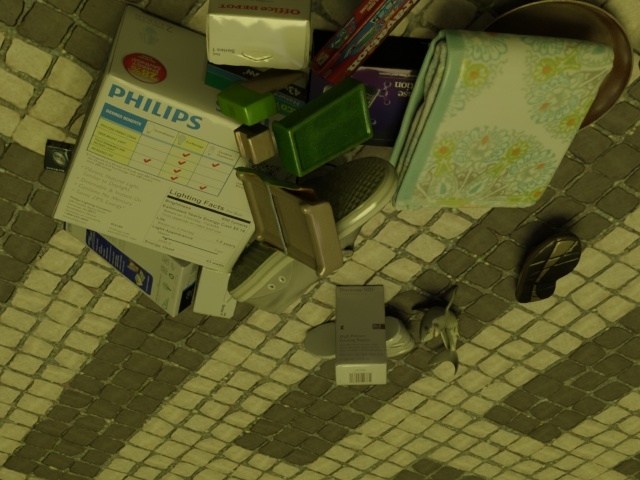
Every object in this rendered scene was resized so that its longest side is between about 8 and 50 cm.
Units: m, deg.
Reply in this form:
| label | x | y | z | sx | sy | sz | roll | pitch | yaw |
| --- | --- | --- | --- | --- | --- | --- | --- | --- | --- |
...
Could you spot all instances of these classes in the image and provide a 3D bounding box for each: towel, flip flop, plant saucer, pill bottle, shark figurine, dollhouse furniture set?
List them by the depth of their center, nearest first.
| label | x | y | z | sx | sy | sz | roll | pitch | yaw |
| --- | --- | --- | --- | --- | --- | --- | --- | --- | --- |
| dollhouse furniture set | -0.024 | -0.116 | 1.497 | 0.151 | 0.197 | 0.302 | -34 | 131 | -26 |
| towel | 0.301 | -0.203 | 1.647 | 0.320 | 0.090 | 0.374 | -2 | 137 | -21 |
| plant saucer | 0.400 | -0.310 | 1.673 | 0.310 | 0.050 | 0.311 | 0 | 137 | 0 |
| pill bottle | 0.004 | -0.094 | 1.811 | 0.108 | 0.180 | 0.108 | 1 | 137 | 1 |
| flip flop | 0.489 | 0.053 | 2.044 | 0.112 | 0.080 | 0.277 | -3 | 152 | -3 |
| shark figurine | 0.271 | 0.201 | 2.204 | 0.116 | 0.166 | 0.278 | 12 | 161 | 25 |

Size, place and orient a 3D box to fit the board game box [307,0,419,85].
| label | x | y | z | sx | sy | sz | roll | pitch | yaw |
| --- | --- | --- | --- | --- | --- | --- | --- | --- | --- |
| board game box | 0.100 | -0.366 | 1.492 | 0.027 | 0.145 | 0.281 | 45 | 101 | 10 |

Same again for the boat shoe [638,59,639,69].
| label | x | y | z | sx | sy | sz | roll | pitch | yaw |
| --- | --- | --- | --- | --- | --- | --- | --- | --- | --- |
| boat shoe | 0.702 | -0.285 | 1.665 | 0.301 | 0.108 | 0.102 | 9 | 170 | -26 |

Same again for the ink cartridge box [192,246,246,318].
| label | x | y | z | sx | sy | sz | roll | pitch | yaw |
| --- | --- | --- | --- | --- | --- | --- | --- | --- | --- |
| ink cartridge box | -0.205 | 0.034 | 1.928 | 0.086 | 0.208 | 0.153 | 10 | 136 | -10 |

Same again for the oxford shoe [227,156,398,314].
| label | x | y | z | sx | sy | sz | roll | pitch | yaw |
| --- | --- | --- | --- | --- | --- | --- | --- | --- | --- |
| oxford shoe | 0.000 | 0.000 | 1.660 | 0.130 | 0.169 | 0.449 | 33 | 133 | -20 |

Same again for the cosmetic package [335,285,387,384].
| label | x | y | z | sx | sy | sz | roll | pitch | yaw |
| --- | --- | --- | --- | --- | --- | --- | --- | --- | --- |
| cosmetic package | 0.090 | 0.211 | 2.095 | 0.117 | 0.231 | 0.085 | -2 | 137 | 1 |

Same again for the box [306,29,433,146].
| label | x | y | z | sx | sy | sz | roll | pitch | yaw |
| --- | --- | --- | --- | --- | --- | --- | --- | --- | --- |
| box | 0.108 | -0.268 | 1.685 | 0.261 | 0.103 | 0.184 | 3 | 139 | -3 |

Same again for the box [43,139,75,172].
| label | x | y | z | sx | sy | sz | roll | pitch | yaw |
| --- | --- | --- | --- | --- | --- | --- | --- | --- | --- |
| box | -0.509 | -0.164 | 1.861 | 0.083 | 0.018 | 0.067 | 12 | 136 | -11 |

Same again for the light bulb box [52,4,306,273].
| label | x | y | z | sx | sy | sz | roll | pitch | yaw |
| --- | --- | --- | --- | --- | --- | --- | --- | --- | --- |
| light bulb box | -0.255 | -0.173 | 1.698 | 0.358 | 0.225 | 0.361 | 19 | 133 | -18 |

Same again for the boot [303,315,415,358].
| label | x | y | z | sx | sy | sz | roll | pitch | yaw |
| --- | --- | --- | --- | --- | --- | --- | --- | --- | --- |
| boot | 0.097 | 0.252 | 2.244 | 0.258 | 0.095 | 0.123 | -9 | 149 | 24 |

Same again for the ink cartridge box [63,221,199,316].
| label | x | y | z | sx | sy | sz | roll | pitch | yaw |
| --- | --- | --- | --- | --- | --- | --- | --- | --- | --- |
| ink cartridge box | -0.396 | 0.001 | 1.930 | 0.332 | 0.065 | 0.165 | 36 | 138 | 15 |

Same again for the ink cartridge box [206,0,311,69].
| label | x | y | z | sx | sy | sz | roll | pitch | yaw |
| --- | --- | --- | --- | --- | --- | --- | --- | --- | --- |
| ink cartridge box | -0.093 | -0.378 | 1.483 | 0.160 | 0.219 | 0.093 | 3 | 136 | -2 |
